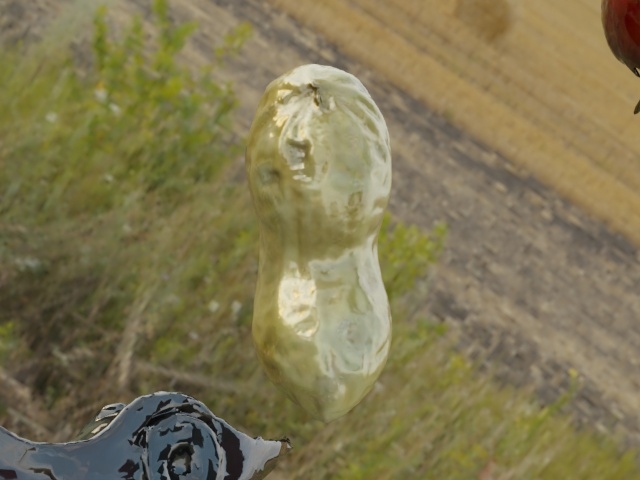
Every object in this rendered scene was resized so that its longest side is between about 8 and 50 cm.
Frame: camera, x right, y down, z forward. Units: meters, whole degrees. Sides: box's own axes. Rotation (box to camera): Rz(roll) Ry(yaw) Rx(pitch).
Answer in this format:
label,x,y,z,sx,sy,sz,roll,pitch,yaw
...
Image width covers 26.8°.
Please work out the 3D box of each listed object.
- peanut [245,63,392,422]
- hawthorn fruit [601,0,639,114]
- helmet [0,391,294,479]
label,x,y,z,sx,sy,sz,roll,pitch,yaw
peanut,0.000,0.000,0.854,0.098,0.229,0.103,-5,-6,28
hawthorn fruit,0.244,-0.153,0.851,0.148,0.172,0.148,30,21,-13
helmet,-0.155,0.165,0.651,0.305,0.225,0.177,13,69,-31
